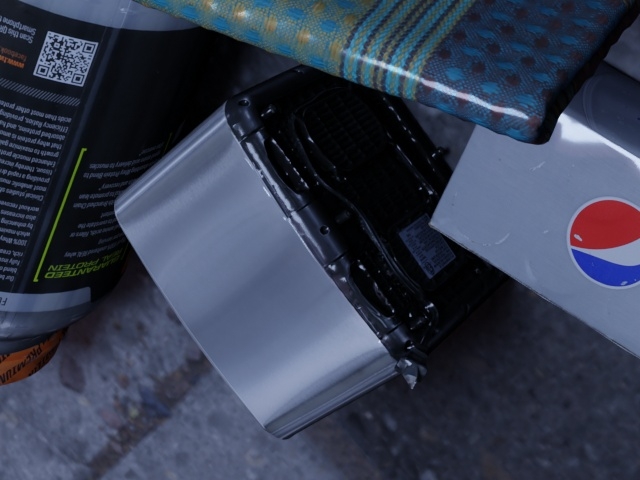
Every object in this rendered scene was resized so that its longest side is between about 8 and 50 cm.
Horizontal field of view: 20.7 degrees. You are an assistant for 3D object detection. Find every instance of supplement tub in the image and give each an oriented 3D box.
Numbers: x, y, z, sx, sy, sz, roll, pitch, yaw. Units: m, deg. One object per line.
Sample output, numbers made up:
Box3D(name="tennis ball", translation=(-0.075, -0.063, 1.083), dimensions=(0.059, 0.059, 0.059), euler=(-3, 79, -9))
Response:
Box3D(name="supplement tub", translation=(-0.175, -0.081, 0.997), dimensions=(0.193, 0.193, 0.316), euler=(33, 121, 14))

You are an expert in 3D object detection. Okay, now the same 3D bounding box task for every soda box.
Box3D(name="soda box", translation=(0.205, 0.015, 0.882), dimensions=(0.286, 0.091, 0.098), euler=(32, 121, 15))

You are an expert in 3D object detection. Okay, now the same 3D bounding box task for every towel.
Box3D(name="towel", translation=(-0.014, -0.177, 0.830), dimensions=(0.370, 0.271, 0.040), euler=(23, 135, 19))

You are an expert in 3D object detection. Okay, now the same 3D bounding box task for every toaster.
Box3D(name="toaster", translation=(0.000, 0.000, 0.937), dimensions=(0.110, 0.186, 0.168), euler=(-36, 90, 30))
